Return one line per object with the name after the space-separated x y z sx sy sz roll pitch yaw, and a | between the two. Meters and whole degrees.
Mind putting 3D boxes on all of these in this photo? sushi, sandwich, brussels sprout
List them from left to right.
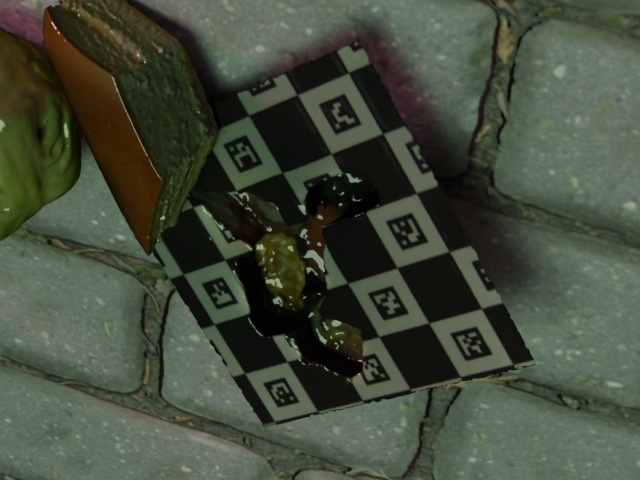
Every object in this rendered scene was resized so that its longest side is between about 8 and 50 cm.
-0.333 -0.108 1.447 0.223 0.161 0.223 17 120 32 | brussels sprout
-0.168 -0.116 1.376 0.096 0.094 0.258 -5 116 40 | sandwich
0.000 0.000 1.450 0.359 0.064 0.343 -19 108 40 | sushi
